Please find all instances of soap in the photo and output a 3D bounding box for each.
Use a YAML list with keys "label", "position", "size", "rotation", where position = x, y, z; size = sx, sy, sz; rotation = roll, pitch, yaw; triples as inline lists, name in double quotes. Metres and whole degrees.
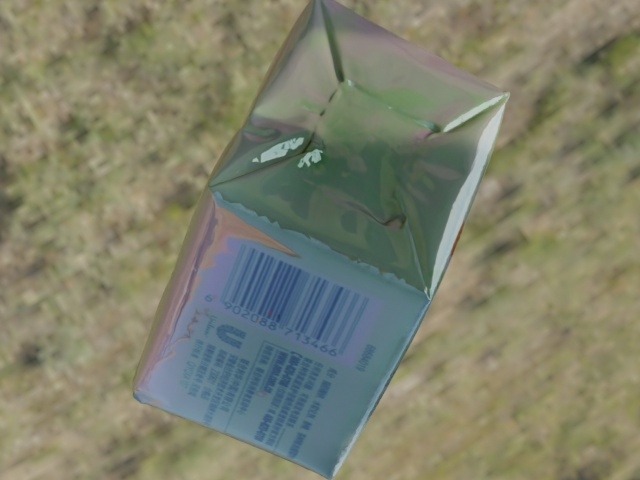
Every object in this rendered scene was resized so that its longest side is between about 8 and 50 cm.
- label: "soap"
  position: [0.000, 0.000, 1.085]
  size: [0.199, 0.138, 0.182]
  rotation: [115, -1, -48]
